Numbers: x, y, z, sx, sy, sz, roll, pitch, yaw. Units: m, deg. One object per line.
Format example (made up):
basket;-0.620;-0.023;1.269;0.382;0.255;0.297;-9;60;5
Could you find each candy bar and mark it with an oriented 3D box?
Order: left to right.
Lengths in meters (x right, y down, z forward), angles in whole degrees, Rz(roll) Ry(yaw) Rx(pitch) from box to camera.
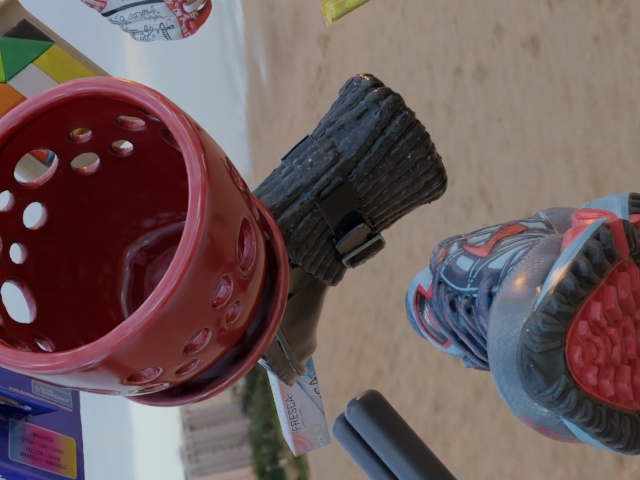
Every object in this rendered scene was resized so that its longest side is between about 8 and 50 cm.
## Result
candy bar;0.066;-0.327;1.470;0.018;0.161;0.040;15;-124;-56

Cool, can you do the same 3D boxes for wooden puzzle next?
wooden puzzle;-0.355;-0.184;1.416;0.044;0.239;0.221;-43;9;45

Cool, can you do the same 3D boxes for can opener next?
can opener;0.127;0.256;1.088;0.280;0.093;0.074;44;137;11

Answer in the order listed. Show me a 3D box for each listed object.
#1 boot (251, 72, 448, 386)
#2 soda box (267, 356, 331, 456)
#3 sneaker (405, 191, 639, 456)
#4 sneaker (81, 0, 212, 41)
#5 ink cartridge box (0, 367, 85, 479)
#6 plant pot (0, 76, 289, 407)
boot;0.003;0.002;1.136;0.131;0.260;0.348;42;170;13
soda box;-0.036;0.232;1.704;0.058;0.063;0.183;-131;25;-57
sneaker;0.100;0.043;0.558;0.262;0.125;0.104;-20;-80;-71
sneaker;-0.143;-0.303;1.210;0.145;0.270;0.090;41;-136;-40
ink cartridge box;-0.428;0.226;1.163;0.270;0.395;0.151;29;-148;-39
plant pot;-0.120;0.011;0.745;0.174;0.191;0.191;37;-143;-60
